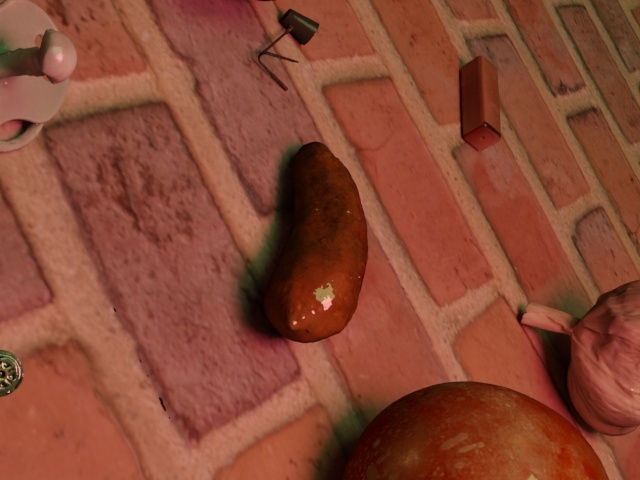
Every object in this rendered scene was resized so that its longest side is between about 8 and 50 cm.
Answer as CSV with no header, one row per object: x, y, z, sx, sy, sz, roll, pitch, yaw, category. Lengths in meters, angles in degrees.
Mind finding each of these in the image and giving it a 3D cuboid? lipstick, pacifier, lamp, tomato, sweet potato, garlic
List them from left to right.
-0.242,-0.134,0.802,0.150,0.117,0.126,-17,106,-57,pacifier
-0.039,-0.235,1.176,0.054,0.041,0.121,35,40,-19,lamp
0.001,0.000,1.021,0.097,0.097,0.291,41,32,-25,sweet potato
0.235,-0.202,1.464,0.045,0.045,0.145,31,46,-31,lipstick
0.159,0.257,0.916,0.270,0.223,0.270,26,52,-37,tomato
0.368,0.129,1.303,0.212,0.218,0.218,28,38,6,garlic

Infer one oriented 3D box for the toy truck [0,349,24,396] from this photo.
-0.277,0.064,0.666,0.154,0.080,0.078,49,64,-15,toy truck
